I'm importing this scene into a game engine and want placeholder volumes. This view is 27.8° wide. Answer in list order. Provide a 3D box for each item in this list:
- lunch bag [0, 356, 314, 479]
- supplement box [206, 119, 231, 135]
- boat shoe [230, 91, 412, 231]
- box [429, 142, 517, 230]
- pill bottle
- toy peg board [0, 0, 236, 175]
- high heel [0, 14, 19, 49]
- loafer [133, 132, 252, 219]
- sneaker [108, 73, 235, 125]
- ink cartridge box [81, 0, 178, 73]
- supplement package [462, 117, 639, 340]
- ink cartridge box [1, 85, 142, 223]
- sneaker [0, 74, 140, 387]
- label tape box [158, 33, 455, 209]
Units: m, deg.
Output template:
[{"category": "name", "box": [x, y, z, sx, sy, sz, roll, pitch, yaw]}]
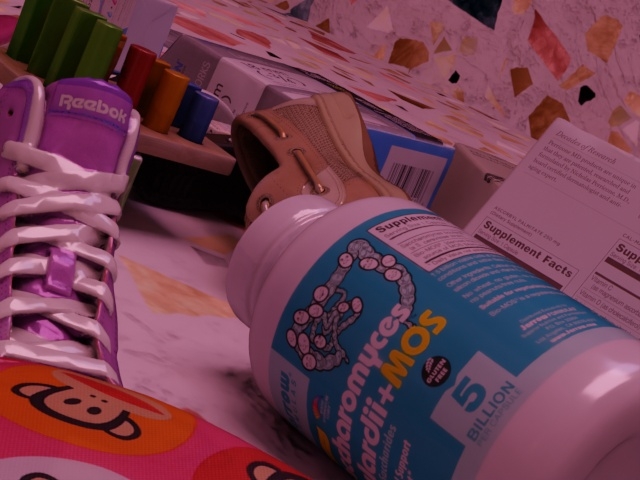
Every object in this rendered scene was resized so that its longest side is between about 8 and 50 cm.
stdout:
[{"category": "lunch bag", "box": [-0.048, 0.147, 0.294, 0.293, 0.120, 0.258, 26, 17, 18]}, {"category": "supplement box", "box": [-0.078, -0.072, 1.207, 0.098, 0.062, 0.036, 12, 19, -39]}, {"category": "boat shoe", "box": [0.000, 0.000, 0.953, 0.110, 0.121, 0.341, -5, 31, -9]}, {"category": "box", "box": [0.204, -0.020, 1.417, 0.113, 0.094, 0.275, 20, 14, -14]}, {"category": "pill bottle", "box": [0.060, 0.069, 0.700, 0.146, 0.146, 0.264, 10, 18, -46]}, {"category": "toy peg board", "box": [-0.155, -0.130, 0.989, 0.161, 0.079, 0.161, 13, 17, -42]}, {"category": "high heel", "box": [-0.331, -0.169, 1.122, 0.117, 0.082, 0.244, 30, 24, -15]}, {"category": "loafer", "box": [-0.073, -0.063, 1.137, 0.220, 0.080, 0.078, 14, 17, -36]}, {"category": "sneaker", "box": [-0.187, -0.134, 1.225, 0.121, 0.079, 0.217, 34, 18, 34]}, {"category": "ink cartridge box", "box": [-0.261, -0.281, 1.631, 0.061, 0.104, 0.181, 13, 16, -40]}, {"category": "supplement package", "box": [0.230, 0.077, 0.807, 0.262, 0.145, 0.204, 35, -9, 39]}, {"category": "ink cartridge box", "box": [-0.206, -0.081, 1.020, 0.109, 0.062, 0.209, 20, 13, -16]}, {"category": "sneaker", "box": [-0.130, 0.008, 0.590, 0.102, 0.161, 0.282, 18, 15, -28]}, {"category": "label tape box", "box": [-0.056, -0.138, 1.416, 0.334, 0.106, 0.240, 33, 15, 35]}]
